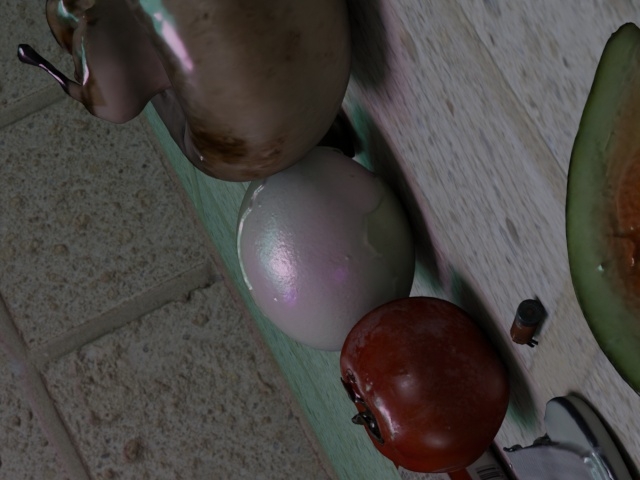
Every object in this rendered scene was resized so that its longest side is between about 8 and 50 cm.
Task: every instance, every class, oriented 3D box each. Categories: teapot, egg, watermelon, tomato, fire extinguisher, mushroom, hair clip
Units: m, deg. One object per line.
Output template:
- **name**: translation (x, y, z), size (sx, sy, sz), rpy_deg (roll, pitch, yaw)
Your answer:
- **teapot**: translation (-0.004, -0.113, 1.767), size (0.121, 0.076, 0.068), rpy_deg (-12, -94, -69)
- **egg**: translation (0.000, 0.000, 1.670), size (0.217, 0.183, 0.183), rpy_deg (59, 175, -33)
- **watermelon**: translation (0.204, 0.034, 0.804), size (0.303, 0.128, 0.159), rpy_deg (53, 166, 48)
- **tomato**: translation (0.106, 0.147, 1.597), size (0.187, 0.151, 0.187), rpy_deg (56, 161, 30)
- **fire extinguisher**: translation (0.178, 0.074, 1.402), size (0.028, 0.022, 0.083), rpy_deg (30, 163, 11)
- **mushroom**: translation (-0.137, -0.215, 1.506), size (0.362, 0.295, 0.362), rpy_deg (60, 172, 14)
- **hair clip**: translation (0.224, 0.201, 1.414), size (0.220, 0.054, 0.140), rpy_deg (167, 81, -78)

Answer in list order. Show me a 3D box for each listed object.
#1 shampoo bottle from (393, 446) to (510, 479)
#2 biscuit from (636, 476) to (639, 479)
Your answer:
- **shampoo bottle**: translation (0.149, 0.262, 1.820), size (0.278, 0.104, 0.104), rpy_deg (59, 170, 28)
- **biscuit**: translation (0.287, 0.306, 1.146), size (0.277, 0.052, 0.262), rpy_deg (-130, 35, -48)
